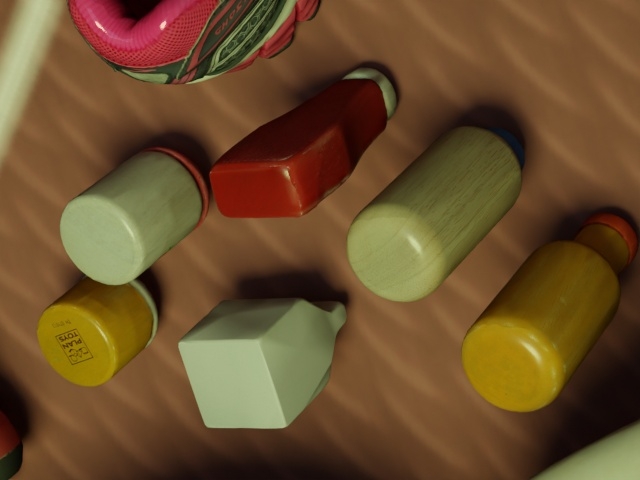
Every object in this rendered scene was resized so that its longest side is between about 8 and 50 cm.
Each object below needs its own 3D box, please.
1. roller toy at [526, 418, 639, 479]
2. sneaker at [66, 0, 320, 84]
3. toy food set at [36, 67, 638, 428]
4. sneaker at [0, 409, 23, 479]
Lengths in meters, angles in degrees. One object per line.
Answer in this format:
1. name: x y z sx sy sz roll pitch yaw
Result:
1. roller toy: 0.149 0.125 0.667 0.191 0.209 0.146 -18 70 -14
2. sneaker: -0.032 -0.204 0.703 0.121 0.112 0.299 7 102 13
3. toy food set: 0.000 0.000 0.760 0.232 0.104 0.111 -4 114 33
4. sneaker: -0.269 0.083 0.828 0.276 0.097 0.135 -17 96 15
